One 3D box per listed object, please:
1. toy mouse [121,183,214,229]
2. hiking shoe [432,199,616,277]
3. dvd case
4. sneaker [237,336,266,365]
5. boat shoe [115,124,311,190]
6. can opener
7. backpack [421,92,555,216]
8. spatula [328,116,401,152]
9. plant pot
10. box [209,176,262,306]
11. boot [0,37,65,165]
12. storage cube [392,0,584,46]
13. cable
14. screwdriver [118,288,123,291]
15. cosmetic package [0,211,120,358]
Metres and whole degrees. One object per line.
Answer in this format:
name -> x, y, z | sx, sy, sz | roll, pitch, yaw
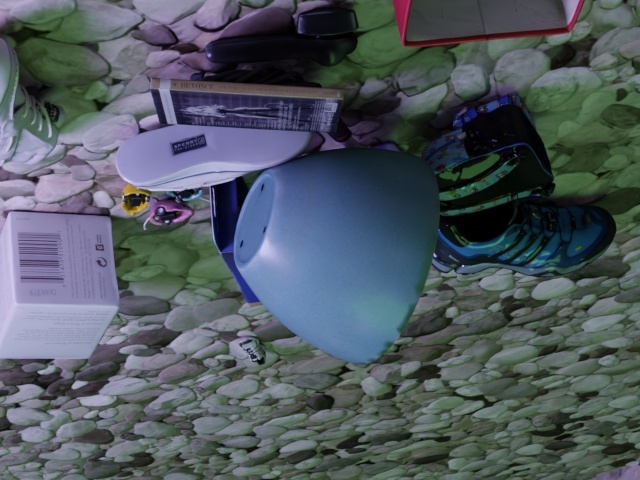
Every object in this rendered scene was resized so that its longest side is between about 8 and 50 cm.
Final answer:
toy mouse -> -0.209, -0.061, 1.905 | 0.143, 0.031, 0.161 | -3, 152, -13
hiking shoe -> 0.316, -0.011, 2.090 | 0.304, 0.113, 0.132 | -7, 154, -5
dvd case -> -0.087, -0.160, 1.611 | 0.221, 0.018, 0.164 | 3, 171, -2
sneaker -> -0.119, 0.199, 2.434 | 0.032, 0.037, 0.083 | -19, 150, 22
boat shoe -> -0.136, -0.120, 1.771 | 0.258, 0.095, 0.084 | -7, 167, 5
can opener -> -0.045, -0.235, 1.616 | 0.186, 0.073, 0.059 | -7, -169, 2
backpack -> 0.217, -0.108, 1.864 | 0.173, 0.117, 0.158 | -21, 151, 19
spatula -> 0.041, -0.137, 1.845 | 0.084, 0.030, 0.296 | -21, 151, 18
plant pot -> 0.000, 0.000, 1.778 | 0.195, 0.290, 0.290 | 17, 145, -21
box -> -0.114, -0.012, 1.915 | 0.036, 0.136, 0.225 | -9, 153, 8
boot -> -0.364, -0.163, 1.611 | 0.123, 0.095, 0.258 | -3, 161, -27
storage cube -> 0.160, -0.328, 1.339 | 0.183, 0.193, 0.215 | -6, 154, -7
cable -> -0.063, -0.185, 1.653 | 0.184, 0.047, 0.150 | 8, 169, -25
screwdriver -> -0.396, 0.083, 2.141 | 0.169, 0.024, 0.025 | -9, 125, -16
cosmetic package -> -0.391, 0.068, 1.963 | 0.151, 0.151, 0.184 | 2, 151, -23
